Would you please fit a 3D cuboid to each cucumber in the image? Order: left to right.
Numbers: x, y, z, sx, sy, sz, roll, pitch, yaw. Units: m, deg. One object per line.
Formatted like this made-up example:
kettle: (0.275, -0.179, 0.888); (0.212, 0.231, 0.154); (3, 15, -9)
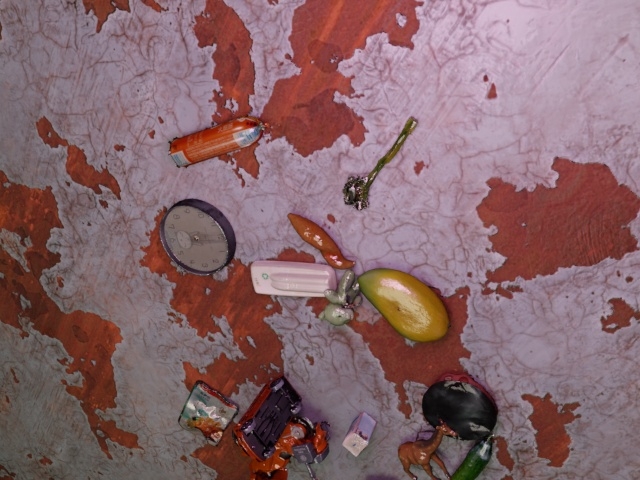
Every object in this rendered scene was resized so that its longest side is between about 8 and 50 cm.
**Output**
cucumber: (0.405, 0.594, 1.621); (0.056, 0.056, 0.250); (25, 126, 8)

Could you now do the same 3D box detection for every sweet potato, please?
sweet potato: (-0.002, 0.002, 1.475); (0.202, 0.058, 0.055); (44, 103, -3)

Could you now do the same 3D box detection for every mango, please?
mango: (0.202, 0.146, 1.447); (0.237, 0.091, 0.137); (45, 117, -6)

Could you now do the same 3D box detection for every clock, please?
clock: (-0.327, -0.005, 1.616); (0.214, 0.042, 0.215); (10, 119, 18)

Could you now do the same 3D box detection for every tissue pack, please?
tissue pack: (0.109, 0.534, 1.692); (0.058, 0.094, 0.074); (37, 122, 2)

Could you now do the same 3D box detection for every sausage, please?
sausage: (-0.232, -0.235, 1.434); (0.263, 0.083, 0.083); (-12, 111, 26)

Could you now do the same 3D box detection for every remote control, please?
remote control: (-0.072, 0.101, 1.562); (0.230, 0.049, 0.090); (2, 115, 24)

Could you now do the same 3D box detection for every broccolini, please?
broccolini: (0.131, -0.171, 1.347); (0.254, 0.071, 0.058); (-53, 48, 28)

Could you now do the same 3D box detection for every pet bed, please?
pet bed: (0.353, 0.428, 1.557); (0.201, 0.053, 0.201); (10, 119, 18)

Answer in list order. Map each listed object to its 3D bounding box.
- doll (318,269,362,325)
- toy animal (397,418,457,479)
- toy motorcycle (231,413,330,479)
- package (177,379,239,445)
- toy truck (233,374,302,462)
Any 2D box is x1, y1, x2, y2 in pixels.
doll: (0.062, 0.146, 1.499); (0.115, 0.077, 0.150); (14, 107, -33)
toy animal: (0.291, 0.561, 1.622); (0.224, 0.066, 0.230); (-8, 118, 42)
toy motorcycle: (-0.111, 0.625, 1.805); (0.325, 0.148, 0.221); (-20, 99, 31)
package: (-0.364, 0.560, 1.940); (0.166, 0.040, 0.232); (33, 123, 4)
toy truck: (-0.154, 0.495, 1.688); (0.114, 0.253, 0.107); (-28, 103, 36)
